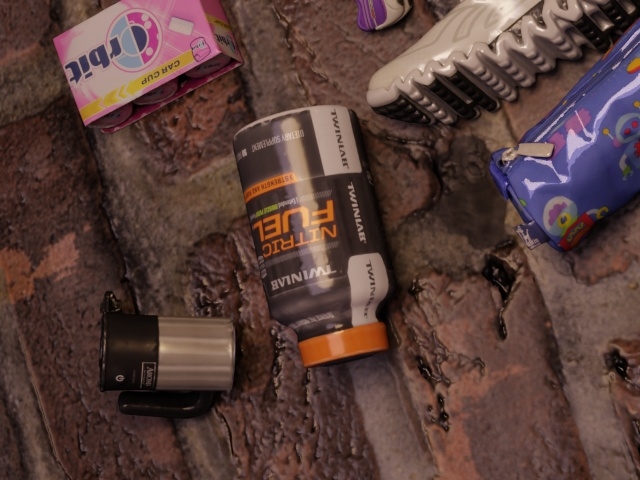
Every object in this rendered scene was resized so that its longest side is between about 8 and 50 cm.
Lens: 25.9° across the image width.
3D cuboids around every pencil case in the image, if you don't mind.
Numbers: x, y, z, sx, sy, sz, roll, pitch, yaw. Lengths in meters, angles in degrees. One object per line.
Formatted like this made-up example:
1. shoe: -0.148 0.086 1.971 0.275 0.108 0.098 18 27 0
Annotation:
1. pencil case: 0.284 -0.123 1.265 0.306 0.133 0.119 -43 45 14

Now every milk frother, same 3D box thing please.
1. milk frother: -0.164 0.104 1.459 0.135 0.129 0.143 3 54 -11

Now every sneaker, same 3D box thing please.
1. sneaker: 0.173 -0.206 1.340 0.292 0.110 0.118 -25 64 17
2. sneaker: 0.028 -0.291 1.417 0.071 0.068 0.170 -28 77 24

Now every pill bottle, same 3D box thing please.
1. pill bottle: 0.000 0.000 1.374 0.130 0.130 0.245 -16 81 21

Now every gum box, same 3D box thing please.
1. gum box: -0.191 -0.202 1.501 0.188 0.062 0.107 -25 77 19
